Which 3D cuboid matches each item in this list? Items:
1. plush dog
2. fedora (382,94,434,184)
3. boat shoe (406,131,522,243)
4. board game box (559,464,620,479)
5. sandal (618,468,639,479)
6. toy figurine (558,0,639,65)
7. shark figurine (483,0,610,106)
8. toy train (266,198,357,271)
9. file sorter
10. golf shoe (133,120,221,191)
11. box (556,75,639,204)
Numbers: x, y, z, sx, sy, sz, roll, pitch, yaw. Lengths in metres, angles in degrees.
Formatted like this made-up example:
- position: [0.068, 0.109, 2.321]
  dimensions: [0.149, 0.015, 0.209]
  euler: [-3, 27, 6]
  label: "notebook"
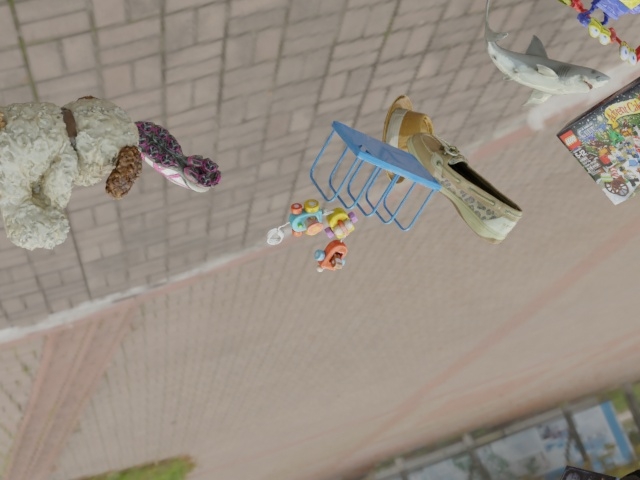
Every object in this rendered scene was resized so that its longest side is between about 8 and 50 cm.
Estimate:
- position: [-0.384, -0.146, 1.398]
  dimensions: [0.225, 0.262, 0.210]
  euler: [-15, 141, -22]
  label: "plush dog"
- position: [0.195, -0.215, 2.017]
  dimensions: [0.079, 0.194, 0.194]
  euler: [8, 174, 26]
  label: "fedora"
- position: [0.284, -0.122, 1.843]
  dimensions: [0.105, 0.285, 0.089]
  euler: [-15, 149, -51]
  label: "boat shoe"
- position: [0.496, 0.572, 1.850]
  dimensions: [0.243, 0.042, 0.165]
  euler: [-59, -165, -15]
  label: "board game box"
- position: [0.318, 0.333, 1.039]
  dimensions: [0.303, 0.086, 0.120]
  euler: [-12, -158, -13]
  label: "sandal"
- position: [0.613, -0.563, 1.987]
  dimensions: [0.363, 0.191, 0.217]
  euler: [28, 119, -26]
  label: "toy figurine"
- position: [0.378, -0.348, 1.728]
  dimensions: [0.278, 0.116, 0.166]
  euler: [23, 157, -22]
  label: "shark figurine"
- position: [0.000, 0.000, 1.534]
  dimensions: [0.166, 0.046, 0.125]
  euler: [21, 114, -41]
  label: "toy train"
- position: [0.085, -0.100, 1.530]
  dimensions: [0.170, 0.118, 0.104]
  euler: [20, 111, -31]
  label: "file sorter"
- position: [-0.269, -0.139, 1.644]
  dimensions: [0.186, 0.067, 0.086]
  euler: [35, 149, -26]
  label: "golf shoe"
- position: [0.504, -0.162, 1.489]
  dimensions: [0.044, 0.159, 0.233]
  euler: [-43, -178, -28]
  label: "box"
